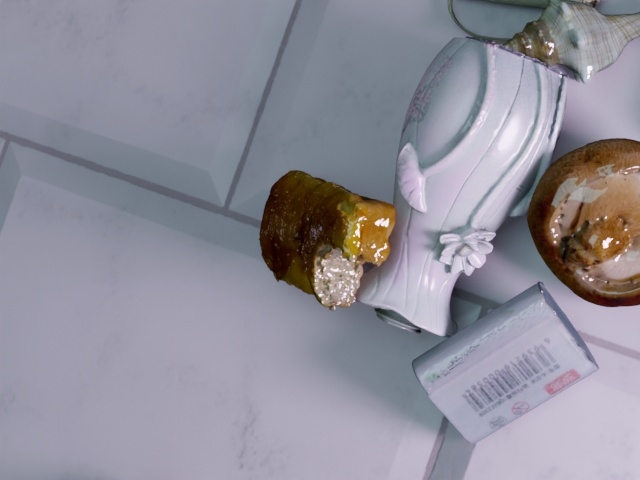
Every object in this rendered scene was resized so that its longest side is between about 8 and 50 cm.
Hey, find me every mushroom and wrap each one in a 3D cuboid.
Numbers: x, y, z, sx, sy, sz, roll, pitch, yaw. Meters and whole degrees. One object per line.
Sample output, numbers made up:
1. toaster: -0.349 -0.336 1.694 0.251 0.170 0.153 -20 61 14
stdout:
1. mushroom: 0.427 -0.026 1.813 0.253 0.153 0.253 1 100 4

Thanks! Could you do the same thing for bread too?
1. bread: 0.000 0.000 1.905 0.380 0.109 0.185 -155 79 -70

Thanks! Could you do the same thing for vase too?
1. vase: 0.201 -0.076 1.896 0.250 0.250 0.446 25 96 25

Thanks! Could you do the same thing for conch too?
1. conch: 0.394 -0.292 1.890 0.233 0.114 0.137 13 127 -1

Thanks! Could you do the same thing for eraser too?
1. eraser: 0.275 0.184 1.857 0.227 0.081 0.174 -33 112 15

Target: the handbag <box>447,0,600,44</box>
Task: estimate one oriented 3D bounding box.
1. handbag: 0.322 -0.418 1.979 0.256 0.079 0.219 14 92 27
